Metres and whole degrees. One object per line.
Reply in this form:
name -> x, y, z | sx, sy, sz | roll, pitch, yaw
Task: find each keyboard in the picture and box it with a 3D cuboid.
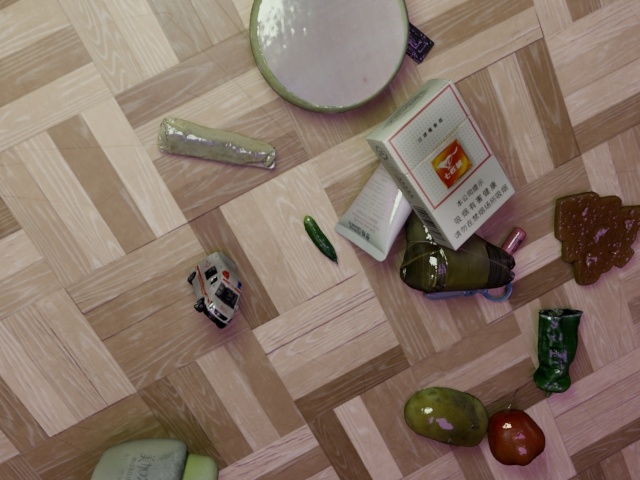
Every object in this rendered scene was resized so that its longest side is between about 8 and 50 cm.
keyboard -> 0.176, -0.504, 1.414 | 0.204, 0.013, 0.061 | 32, 98, -19

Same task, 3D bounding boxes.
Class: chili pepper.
chili pepper -> 0.680, 0.332, 1.733 | 0.136, 0.099, 0.270 | -7, 103, -36

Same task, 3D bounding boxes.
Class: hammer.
hammer -> 0.525, 0.004, 1.628 | 0.043, 0.043, 0.083 | 28, 98, -18

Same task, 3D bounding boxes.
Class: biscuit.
biscuit -> 0.760, -0.033, 1.666 | 0.301, 0.043, 0.278 | 40, 97, -18

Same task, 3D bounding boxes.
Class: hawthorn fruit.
hawthorn fruit -> 0.559, 0.550, 1.751 | 0.163, 0.162, 0.203 | -23, 93, -5

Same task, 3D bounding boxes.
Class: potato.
potato -> 0.377, 0.524, 1.718 | 0.272, 0.111, 0.160 | 21, 103, -16

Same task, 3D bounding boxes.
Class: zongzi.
zongzi -> 0.354, -0.028, 1.544 | 0.290, 0.154, 0.317 | -2, 86, -24

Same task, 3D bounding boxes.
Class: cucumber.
cucumber -> 0.000, 0.000, 1.516 | 0.037, 0.037, 0.155 | -35, 109, 0

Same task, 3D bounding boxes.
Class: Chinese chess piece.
Chinese chess piece -> 0.019, -0.457, 1.315 | 0.350, 0.146, 0.349 | -2, 107, -7

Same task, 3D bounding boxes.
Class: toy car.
toy car -> -0.239, 0.114, 1.407 | 0.108, 0.209, 0.089 | -40, 121, 3

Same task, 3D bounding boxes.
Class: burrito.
burrito -> -0.235, -0.221, 1.388 | 0.275, 0.059, 0.082 | 9, 111, -15

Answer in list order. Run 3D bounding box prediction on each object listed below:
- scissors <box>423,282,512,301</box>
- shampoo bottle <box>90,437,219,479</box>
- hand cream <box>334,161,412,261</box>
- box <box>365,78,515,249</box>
scissors -> 0.407, 0.125, 1.644 | 0.256, 0.030, 0.125 | -11, 106, -10
shampoo bottle -> -0.421, 0.653, 1.472 | 0.318, 0.322, 0.322 | 8, 105, -5
hand cream -> 0.187, -0.136, 1.459 | 0.118, 0.185, 0.358 | 27, 98, -51
box -> 0.276, -0.169, 1.357 | 0.210, 0.095, 0.330 | -43, 115, -9
